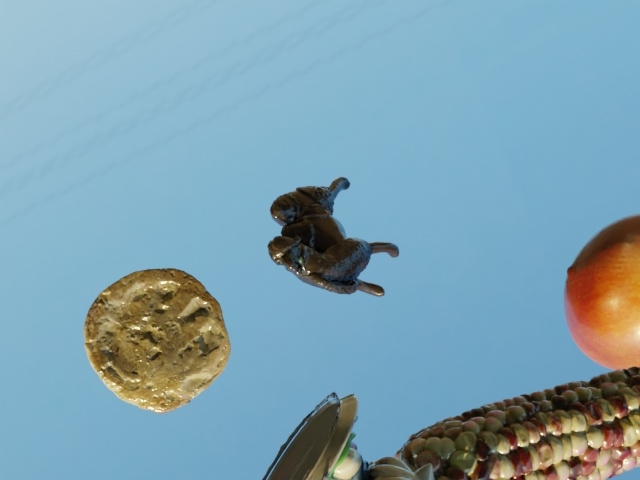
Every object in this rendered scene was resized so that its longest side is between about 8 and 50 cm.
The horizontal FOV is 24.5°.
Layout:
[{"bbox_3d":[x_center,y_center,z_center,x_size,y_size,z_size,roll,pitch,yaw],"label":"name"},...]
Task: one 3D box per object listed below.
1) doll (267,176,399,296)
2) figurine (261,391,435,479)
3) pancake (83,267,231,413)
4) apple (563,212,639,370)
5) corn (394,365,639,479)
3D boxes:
[{"bbox_3d":[0.000,0.000,1.426,0.057,0.165,0.139,-49,-118,27],"label":"doll"},{"bbox_3d":[0.041,0.193,0.992,0.132,0.154,0.132,-54,-172,11],"label":"figurine"},{"bbox_3d":[-0.167,0.102,1.503,0.151,0.151,0.025,-44,174,-15],"label":"pancake"},{"bbox_3d":[0.317,0.054,1.458,0.139,0.163,0.163,-18,-150,49],"label":"apple"},{"bbox_3d":[0.184,0.155,1.115,0.280,0.092,0.092,-14,-160,-17],"label":"corn"}]
